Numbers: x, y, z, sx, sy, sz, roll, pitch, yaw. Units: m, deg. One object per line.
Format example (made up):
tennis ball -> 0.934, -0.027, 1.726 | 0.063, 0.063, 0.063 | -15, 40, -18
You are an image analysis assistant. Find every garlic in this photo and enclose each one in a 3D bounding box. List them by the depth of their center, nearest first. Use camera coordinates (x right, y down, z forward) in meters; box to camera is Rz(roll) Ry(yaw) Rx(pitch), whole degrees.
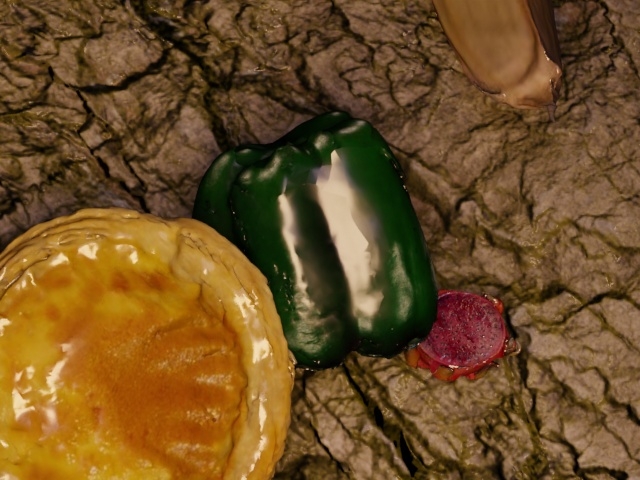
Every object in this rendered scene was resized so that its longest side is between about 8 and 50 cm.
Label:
garlic -> 0.210, -0.267, 1.899 | 0.151, 0.196, 0.338 | -11, 77, 1

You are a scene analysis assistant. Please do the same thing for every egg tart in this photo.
egg tart -> -0.200, 0.155, 1.651 | 0.388, 0.169, 0.388 | -2, 84, 15

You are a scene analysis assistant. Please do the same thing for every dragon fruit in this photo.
dragon fruit -> 0.156, 0.111, 1.835 | 0.126, 0.068, 0.112 | -12, 59, -2

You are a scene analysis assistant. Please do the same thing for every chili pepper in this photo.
chili pepper -> 0.000, 0.000, 1.729 | 0.248, 0.233, 0.256 | -22, 109, -27
